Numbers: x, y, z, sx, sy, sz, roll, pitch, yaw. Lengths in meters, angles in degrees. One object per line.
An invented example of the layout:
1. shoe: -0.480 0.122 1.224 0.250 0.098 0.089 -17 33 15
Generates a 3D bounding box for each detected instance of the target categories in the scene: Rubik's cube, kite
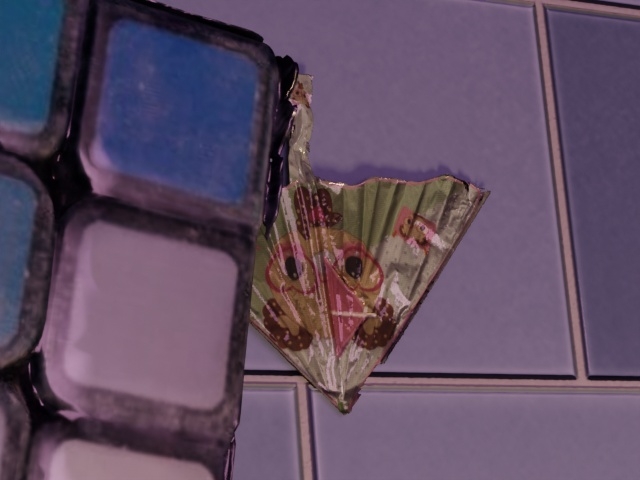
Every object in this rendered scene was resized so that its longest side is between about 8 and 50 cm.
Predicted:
1. Rubik's cube: -0.259 0.048 0.918 0.359 0.363 0.362 13 69 -28
2. kite: 0.000 0.000 1.260 0.323 0.013 0.267 -3 77 -30
